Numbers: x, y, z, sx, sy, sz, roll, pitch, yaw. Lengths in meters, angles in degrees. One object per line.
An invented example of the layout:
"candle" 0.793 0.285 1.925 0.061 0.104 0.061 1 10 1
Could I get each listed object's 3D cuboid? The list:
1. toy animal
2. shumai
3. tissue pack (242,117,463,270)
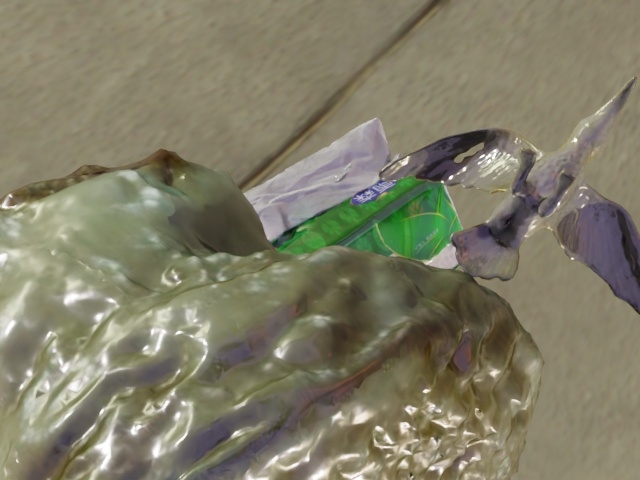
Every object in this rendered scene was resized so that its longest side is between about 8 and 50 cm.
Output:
"toy animal" 0.156 -0.037 1.260 0.219 0.095 0.155 38 108 13
"shumai" -0.095 0.112 1.171 0.397 0.324 0.323 -37 59 -16
"tissue pack" 0.000 0.000 1.752 0.209 0.148 0.156 -34 117 -19
